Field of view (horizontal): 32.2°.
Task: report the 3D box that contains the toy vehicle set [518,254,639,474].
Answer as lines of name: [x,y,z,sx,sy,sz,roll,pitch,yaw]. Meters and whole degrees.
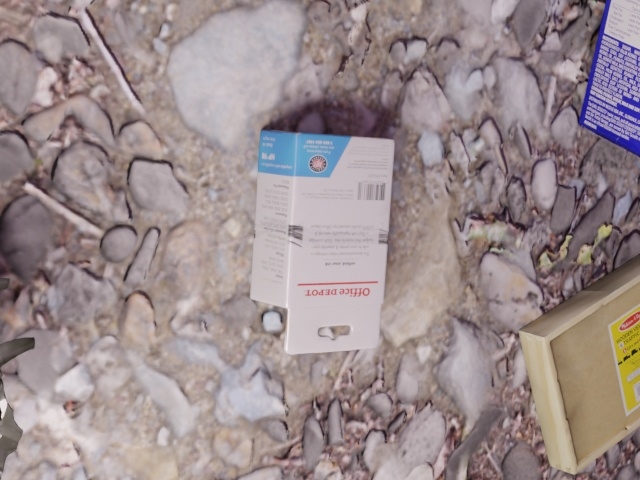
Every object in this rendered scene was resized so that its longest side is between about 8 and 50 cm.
toy vehicle set: [0.335,0.117,1.209,0.267,0.035,0.166,-26,112,-30]

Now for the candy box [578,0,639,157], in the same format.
candy box: [0.413,-0.258,1.102,0.268,0.122,0.317,-15,126,-34]

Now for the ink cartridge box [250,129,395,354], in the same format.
ink cartridge box: [0.000,0.000,0.933,0.104,0.060,0.180,0,97,-37]

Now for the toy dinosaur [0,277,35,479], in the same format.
toy dinosaur: [-0.296,0.085,0.648,0.218,0.322,0.164,11,47,-34]
